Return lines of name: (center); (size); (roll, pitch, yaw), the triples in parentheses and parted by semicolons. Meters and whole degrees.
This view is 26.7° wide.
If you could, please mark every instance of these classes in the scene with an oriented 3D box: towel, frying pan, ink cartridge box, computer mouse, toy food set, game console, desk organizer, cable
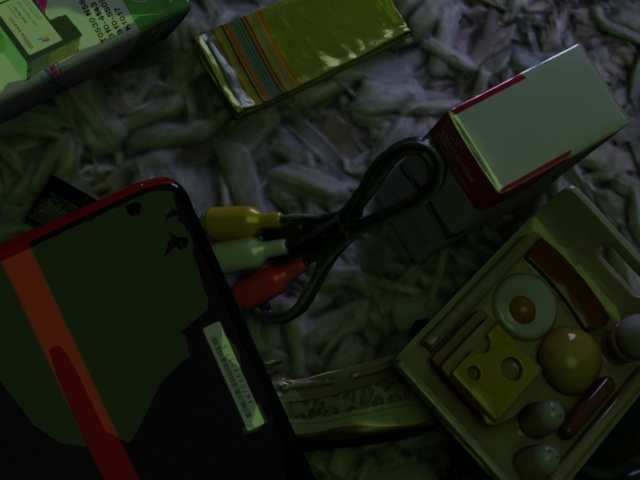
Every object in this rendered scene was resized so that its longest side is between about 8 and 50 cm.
towel: (-0.018, -0.223, 1.481); (0.237, 0.021, 0.102); (-28, 86, -22)
frying pan: (0.350, 0.230, 1.460); (0.197, 0.053, 0.326); (-37, 90, -23)
ink cartridge box: (0.179, -0.084, 1.391); (0.172, 0.237, 0.100); (-28, 82, -22)
ink cartridge box: (-0.303, -0.242, 1.332); (0.278, 0.117, 0.201); (-31, 94, -22)
computer mouse: (0.145, 0.196, 1.416); (0.071, 0.041, 0.242); (-10, 72, -29)
toy food set: (0.239, 0.113, 1.378); (0.219, 0.092, 0.306); (48, 60, 0)
game console: (-0.207, 0.179, 1.205); (0.342, 0.060, 0.386); (-25, 97, -15)
desk organizer: (-0.225, -0.012, 1.342); (0.130, 0.050, 0.047); (30, 69, -8)
cable: (0.000, 0.000, 1.327); (0.072, 0.287, 0.139); (-28, 97, -63)

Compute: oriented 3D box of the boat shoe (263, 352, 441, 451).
boat shoe: (-0.017, 0.161, 1.342); (0.285, 0.104, 0.089); (0, 71, -28)
